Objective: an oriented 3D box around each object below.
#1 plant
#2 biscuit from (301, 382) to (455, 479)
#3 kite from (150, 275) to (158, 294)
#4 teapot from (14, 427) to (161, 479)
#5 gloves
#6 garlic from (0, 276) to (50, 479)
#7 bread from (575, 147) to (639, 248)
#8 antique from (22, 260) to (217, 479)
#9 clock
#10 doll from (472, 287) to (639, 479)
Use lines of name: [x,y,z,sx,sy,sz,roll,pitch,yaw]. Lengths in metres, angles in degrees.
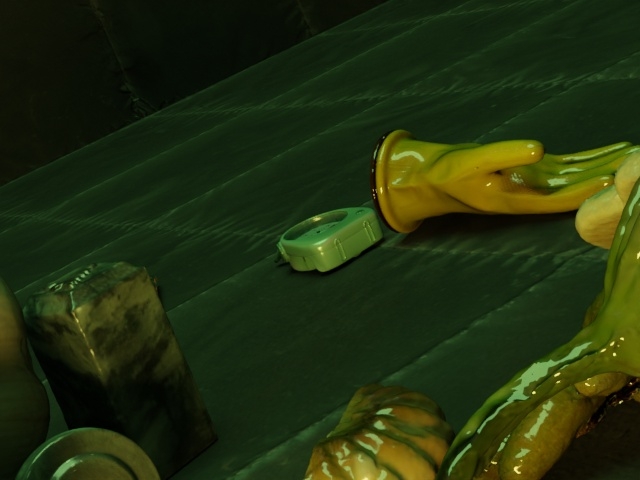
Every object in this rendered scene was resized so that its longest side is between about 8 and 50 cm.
plant: [0.184,0.048,0.826,0.333,0.180,0.251,-17,59,-11]
biscuit: [0.035,0.150,1.030,0.118,0.061,0.183,-12,17,28]
kite: [-0.263,0.091,1.749,0.241,0.014,0.183,-11,21,35]
teapot: [-0.185,0.217,1.081,0.111,0.149,0.108,13,-15,-20]
gloves: [0.208,-0.074,1.524,0.294,0.116,0.133,-4,29,33]
garlic: [-0.363,0.139,1.167,0.322,0.322,0.241,-21,-13,2]
bread: [0.305,-0.016,1.029,0.251,0.039,0.182,5,-25,-10]
antique: [-0.173,0.110,1.223,0.088,0.183,0.086,-5,22,45]
clock: [0.000,0.000,1.645,0.101,0.041,0.135,-31,16,-31]
doll: [0.191,0.102,0.971,0.209,0.097,0.137,-43,-11,-16]
